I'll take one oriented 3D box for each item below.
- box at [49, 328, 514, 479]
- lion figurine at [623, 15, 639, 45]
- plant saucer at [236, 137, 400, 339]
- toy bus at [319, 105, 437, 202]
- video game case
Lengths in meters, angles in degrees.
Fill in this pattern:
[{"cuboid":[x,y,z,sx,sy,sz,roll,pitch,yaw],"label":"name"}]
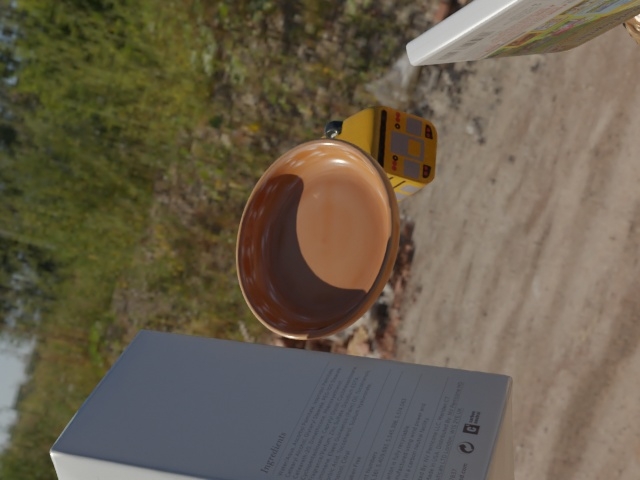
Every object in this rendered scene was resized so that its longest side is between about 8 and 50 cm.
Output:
[{"cuboid":[-0.019,0.225,0.890,0.168,0.345,0.215,-59,-31,-51],"label":"box"},{"cuboid":[0.430,-0.385,1.306,0.240,0.142,0.392,59,178,31],"label":"lion figurine"},{"cuboid":[0.000,0.000,1.032,0.200,0.037,0.200,-12,71,38],"label":"plant saucer"},{"cuboid":[0.034,-0.092,1.597,0.332,0.130,0.108,-32,49,58],"label":"toy bus"},{"cuboid":[0.219,-0.209,0.914,0.227,0.206,0.026,-24,79,57],"label":"video game case"}]
